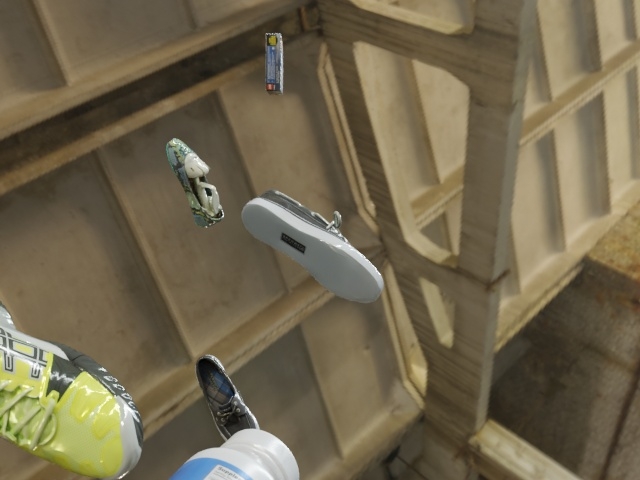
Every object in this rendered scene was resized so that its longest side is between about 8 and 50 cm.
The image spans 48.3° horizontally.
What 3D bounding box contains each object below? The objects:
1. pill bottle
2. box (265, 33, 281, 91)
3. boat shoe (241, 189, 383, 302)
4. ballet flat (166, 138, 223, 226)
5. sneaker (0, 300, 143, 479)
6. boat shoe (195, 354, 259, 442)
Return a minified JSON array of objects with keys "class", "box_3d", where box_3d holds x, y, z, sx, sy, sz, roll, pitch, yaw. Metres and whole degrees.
[{"class":"pill bottle","box_3d":[-0.108,0.277,0.677,0.221,0.124,0.124,-36,-36,-60]},{"class":"box","box_3d":[-0.079,-0.302,1.237,0.137,0.027,0.093,-101,12,-82]},{"class":"boat shoe","box_3d":[-0.001,0.003,1.359,0.105,0.306,0.113,-44,-24,-45]},{"class":"ballet flat","box_3d":[-0.236,-0.114,1.389,0.070,0.070,0.188,-36,-60,-29]},{"class":"sneaker","box_3d":[-0.390,0.178,0.854,0.145,0.385,0.147,-63,-10,14]},{"class":"boat shoe","box_3d":[-0.196,0.338,1.482,0.080,0.228,0.076,-25,-14,-7]}]
